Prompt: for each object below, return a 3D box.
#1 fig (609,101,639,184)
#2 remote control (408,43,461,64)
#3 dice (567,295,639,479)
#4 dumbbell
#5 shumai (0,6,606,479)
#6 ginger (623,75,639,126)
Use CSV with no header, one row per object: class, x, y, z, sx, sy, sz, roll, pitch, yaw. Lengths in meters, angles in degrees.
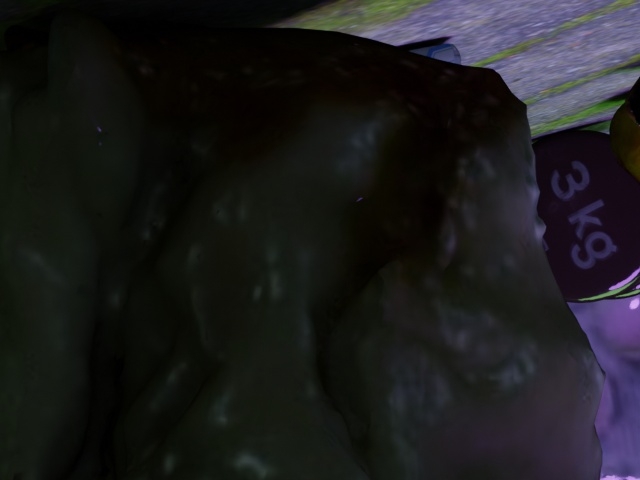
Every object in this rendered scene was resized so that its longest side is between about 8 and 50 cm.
fig,0.250,-0.078,1.337,0.098,0.082,0.084,-46,170,18
remote control,0.004,-0.073,0.910,0.124,0.017,0.053,-12,177,-17
dice,0.299,0.123,2.004,0.330,0.348,0.328,-7,168,-4
dumbbell,0.228,-0.018,1.584,0.124,0.140,0.225,-25,174,14
shumai,-0.038,0.082,0.691,0.324,0.323,0.397,3,-179,-44
ginger,0.257,-0.083,1.064,0.133,0.107,0.309,10,176,-1
